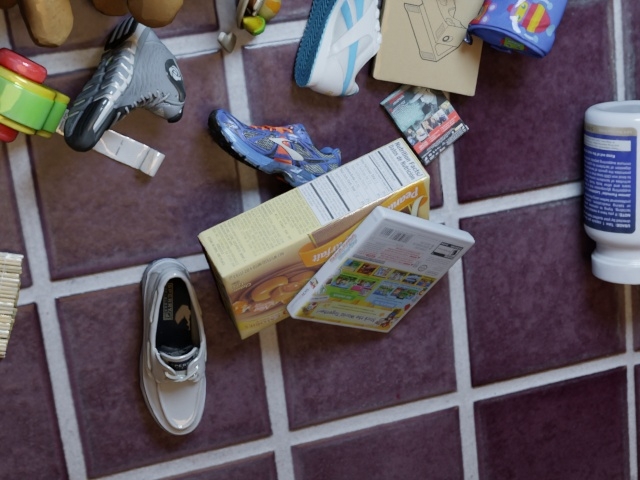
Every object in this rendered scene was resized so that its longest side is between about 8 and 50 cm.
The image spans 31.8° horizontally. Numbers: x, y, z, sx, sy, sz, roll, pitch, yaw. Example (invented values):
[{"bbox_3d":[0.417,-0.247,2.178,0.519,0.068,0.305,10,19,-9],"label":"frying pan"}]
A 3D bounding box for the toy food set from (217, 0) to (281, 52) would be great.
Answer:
[{"bbox_3d":[-0.071,-0.333,1.501,0.038,0.132,0.192,29,95,1],"label":"toy food set"}]

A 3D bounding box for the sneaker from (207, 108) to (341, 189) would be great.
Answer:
[{"bbox_3d":[-0.062,-0.134,1.586,0.221,0.083,0.087,27,87,-31],"label":"sneaker"}]

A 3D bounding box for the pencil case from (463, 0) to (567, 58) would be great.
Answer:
[{"bbox_3d":[0.314,-0.404,1.598,0.119,0.133,0.306,22,89,-3],"label":"pencil case"}]

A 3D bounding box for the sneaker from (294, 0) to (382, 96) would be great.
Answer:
[{"bbox_3d":[0.043,-0.313,1.570,0.092,0.087,0.229,15,106,-28],"label":"sneaker"}]

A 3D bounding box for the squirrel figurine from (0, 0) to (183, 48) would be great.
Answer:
[{"bbox_3d":[-0.229,-0.457,1.347,0.370,0.281,0.397,-17,111,-20],"label":"squirrel figurine"}]

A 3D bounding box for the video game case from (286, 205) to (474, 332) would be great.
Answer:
[{"bbox_3d":[0.089,0.047,1.610,0.227,0.026,0.206,13,125,-49],"label":"video game case"}]

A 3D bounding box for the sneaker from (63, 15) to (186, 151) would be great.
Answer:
[{"bbox_3d":[-0.237,-0.179,1.465,0.132,0.086,0.229,43,50,-32],"label":"sneaker"}]

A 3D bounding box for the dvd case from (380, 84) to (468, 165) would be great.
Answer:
[{"bbox_3d":[0.155,-0.184,1.672,0.087,0.013,0.119,-41,113,-5],"label":"dvd case"}]

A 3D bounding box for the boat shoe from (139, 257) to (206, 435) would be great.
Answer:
[{"bbox_3d":[-0.204,0.161,1.600,0.096,0.088,0.267,-2,104,-18],"label":"boat shoe"}]

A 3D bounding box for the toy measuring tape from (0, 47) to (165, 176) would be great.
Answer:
[{"bbox_3d":[-0.348,-0.159,1.460,0.330,0.121,0.121,26,94,-22],"label":"toy measuring tape"}]

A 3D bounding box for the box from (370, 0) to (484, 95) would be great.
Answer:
[{"bbox_3d":[0.165,-0.321,1.628,0.164,0.021,0.201,7,96,-20],"label":"box"}]

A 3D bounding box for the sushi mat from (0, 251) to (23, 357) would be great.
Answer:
[{"bbox_3d":[-0.565,0.072,1.498,0.316,0.019,0.151,8,100,-20],"label":"sushi mat"}]

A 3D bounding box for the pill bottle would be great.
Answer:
[{"bbox_3d":[0.482,-0.075,1.730,0.153,0.153,0.265,-7,106,-16],"label":"pill bottle"}]

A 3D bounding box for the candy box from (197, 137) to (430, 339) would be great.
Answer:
[{"bbox_3d":[0.000,0.000,1.581,0.316,0.087,0.183,-26,150,-11],"label":"candy box"}]
